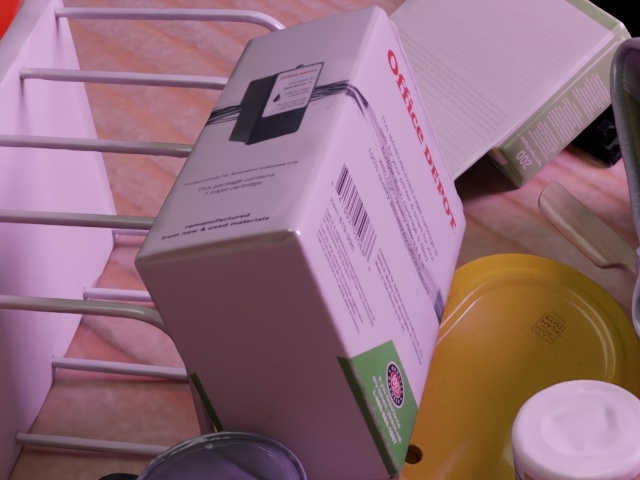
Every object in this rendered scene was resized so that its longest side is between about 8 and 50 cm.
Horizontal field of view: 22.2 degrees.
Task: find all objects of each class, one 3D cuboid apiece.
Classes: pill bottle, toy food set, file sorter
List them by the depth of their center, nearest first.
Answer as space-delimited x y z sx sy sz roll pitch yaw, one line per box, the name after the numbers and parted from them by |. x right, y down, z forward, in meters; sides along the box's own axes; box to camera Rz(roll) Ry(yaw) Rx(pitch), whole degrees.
0.129 0.131 0.788 0.067 0.120 0.067 -7 39 5 | pill bottle
0.106 0.081 0.907 0.128 0.071 0.218 38 58 15 | toy food set
-0.111 0.012 0.937 0.173 0.193 0.278 3 41 13 | file sorter

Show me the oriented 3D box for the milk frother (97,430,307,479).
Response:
-0.061 0.186 0.756 0.129 0.135 0.143 -4 40 10 | milk frother

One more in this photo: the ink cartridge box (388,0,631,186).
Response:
0.081 -0.092 1.123 0.235 0.056 0.171 -43 45 0 | ink cartridge box

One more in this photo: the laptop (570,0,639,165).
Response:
0.237 -0.171 1.215 0.264 0.136 0.234 -50 47 -5 | laptop

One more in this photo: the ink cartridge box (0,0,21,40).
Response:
-0.372 -0.227 1.394 0.238 0.060 0.275 -7 39 7 | ink cartridge box

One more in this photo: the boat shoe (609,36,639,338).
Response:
0.205 -0.019 0.885 0.103 0.118 0.320 20 36 -1 | boat shoe

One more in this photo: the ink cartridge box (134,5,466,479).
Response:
0.000 0.000 0.830 0.086 0.153 0.208 -9 32 22 | ink cartridge box
